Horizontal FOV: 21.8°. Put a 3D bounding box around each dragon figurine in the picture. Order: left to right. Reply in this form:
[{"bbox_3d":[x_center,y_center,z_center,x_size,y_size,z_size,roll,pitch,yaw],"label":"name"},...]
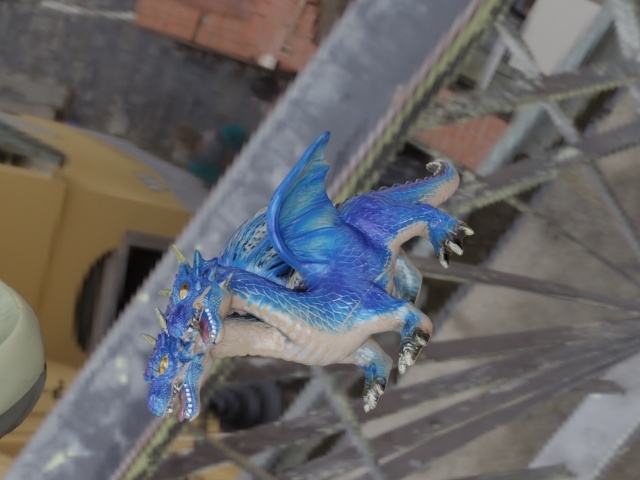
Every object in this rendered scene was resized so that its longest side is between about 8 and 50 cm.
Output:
[{"bbox_3d":[0.000,0.000,0.945,0.144,0.289,0.085,32,137,-6],"label":"dragon figurine"}]

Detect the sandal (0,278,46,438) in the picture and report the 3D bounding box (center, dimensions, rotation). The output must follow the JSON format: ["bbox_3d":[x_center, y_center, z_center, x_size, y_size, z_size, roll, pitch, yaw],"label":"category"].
[{"bbox_3d":[-0.214,-0.018,0.564,0.302,0.120,0.086,20,133,27],"label":"sandal"}]
